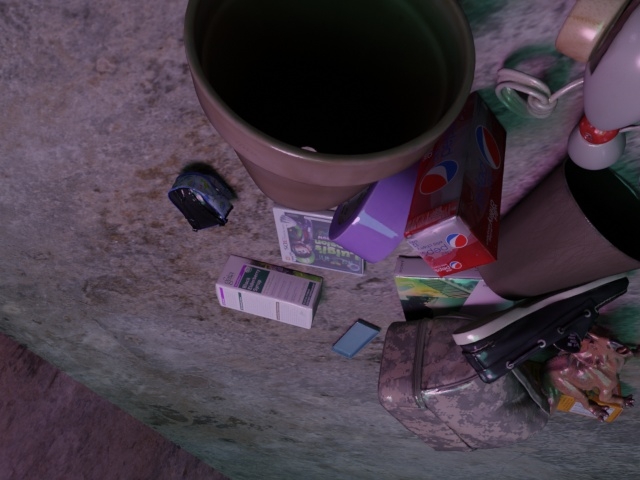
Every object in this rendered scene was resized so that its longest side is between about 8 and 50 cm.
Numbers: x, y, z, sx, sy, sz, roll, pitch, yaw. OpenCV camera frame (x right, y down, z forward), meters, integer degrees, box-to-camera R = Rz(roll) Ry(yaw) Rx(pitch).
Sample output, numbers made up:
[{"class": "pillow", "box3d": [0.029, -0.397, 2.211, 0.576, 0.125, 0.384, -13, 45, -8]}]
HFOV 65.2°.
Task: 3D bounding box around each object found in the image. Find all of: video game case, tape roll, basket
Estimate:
[{"class": "video game case", "box3d": [0.000, 0.000, 1.061, 0.190, 0.022, 0.173, 9, 140, 13]}, {"class": "tape roll", "box3d": [0.095, -0.063, 0.814, 0.080, 0.189, 0.189, 29, 140, -11]}, {"class": "basket", "box3d": [0.376, 0.002, 0.806, 0.204, 0.154, 0.227, 39, 143, -4]}]

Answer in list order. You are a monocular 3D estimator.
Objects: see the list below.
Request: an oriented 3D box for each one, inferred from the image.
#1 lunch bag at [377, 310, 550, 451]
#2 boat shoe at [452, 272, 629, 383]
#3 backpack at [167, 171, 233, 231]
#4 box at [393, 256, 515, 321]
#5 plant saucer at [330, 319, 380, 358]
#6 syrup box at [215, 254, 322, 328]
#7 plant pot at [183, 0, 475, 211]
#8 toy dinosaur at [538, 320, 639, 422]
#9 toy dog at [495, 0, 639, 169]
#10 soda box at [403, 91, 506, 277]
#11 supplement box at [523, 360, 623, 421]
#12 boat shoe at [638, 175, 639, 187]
[{"class": "lunch bag", "box3d": [0.302, 0.296, 1.037, 0.256, 0.213, 0.305, -15, 131, 36]}, {"class": "boat shoe", "box3d": [0.396, 0.147, 0.857, 0.340, 0.113, 0.127, -19, 172, -18]}, {"class": "backpack", "box3d": [-0.244, -0.087, 1.014, 0.105, 0.084, 0.114, -10, 136, 33]}, {"class": "box", "box3d": [0.302, 0.161, 1.091, 0.232, 0.058, 0.322, 0, 136, 23]}, {"class": "plant saucer", "box3d": [0.091, 0.264, 1.334, 0.067, 0.018, 0.192, 25, 140, -6]}, {"class": "syrup box", "box3d": [-0.122, 0.122, 1.199, 0.236, 0.093, 0.096, 14, 141, 8]}, {"class": "plant pot", "box3d": [-0.003, -0.176, 0.666, 0.323, 0.323, 0.280, 20, 157, 0]}, {"class": "toy dinosaur", "box3d": [0.532, 0.263, 1.038, 0.200, 0.127, 0.296, 29, 132, -9]}, {"class": "toy dog", "box3d": [0.357, -0.197, 0.556, 0.220, 0.334, 0.161, 41, 95, -1]}, {"class": "soda box", "box3d": [0.192, -0.083, 0.689, 0.083, 0.263, 0.092, -23, 125, 42]}, {"class": "supplement box", "box3d": [0.575, 0.352, 1.182, 0.233, 0.078, 0.080, 12, 138, 10]}, {"class": "boat shoe", "box3d": [0.477, -0.136, 0.648, 0.075, 0.083, 0.226, 4, 139, 18]}]
